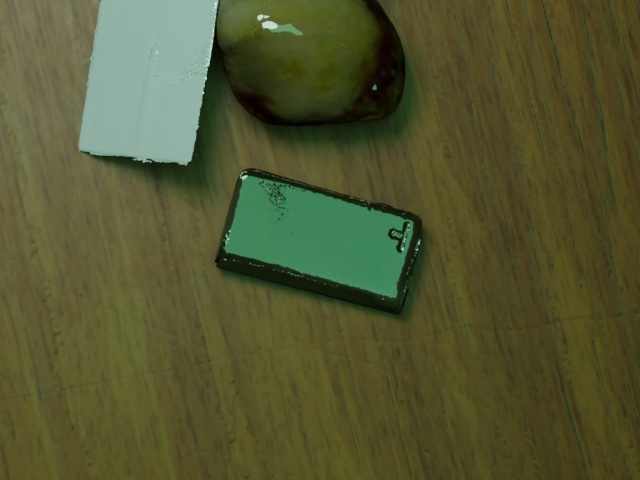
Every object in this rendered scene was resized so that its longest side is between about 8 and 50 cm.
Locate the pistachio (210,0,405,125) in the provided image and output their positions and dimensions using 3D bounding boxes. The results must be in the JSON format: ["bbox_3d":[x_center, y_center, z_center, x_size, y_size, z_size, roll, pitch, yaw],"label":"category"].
[{"bbox_3d":[-0.011,-0.189,1.489,0.210,0.130,0.165,28,106,-9],"label":"pistachio"}]

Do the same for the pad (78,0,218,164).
[{"bbox_3d":[-0.170,-0.193,1.489,0.156,0.004,0.232,9,90,33],"label":"pad"}]

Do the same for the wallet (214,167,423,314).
[{"bbox_3d":[0.000,0.000,1.531,0.198,0.031,0.110,15,87,-4],"label":"wallet"}]
